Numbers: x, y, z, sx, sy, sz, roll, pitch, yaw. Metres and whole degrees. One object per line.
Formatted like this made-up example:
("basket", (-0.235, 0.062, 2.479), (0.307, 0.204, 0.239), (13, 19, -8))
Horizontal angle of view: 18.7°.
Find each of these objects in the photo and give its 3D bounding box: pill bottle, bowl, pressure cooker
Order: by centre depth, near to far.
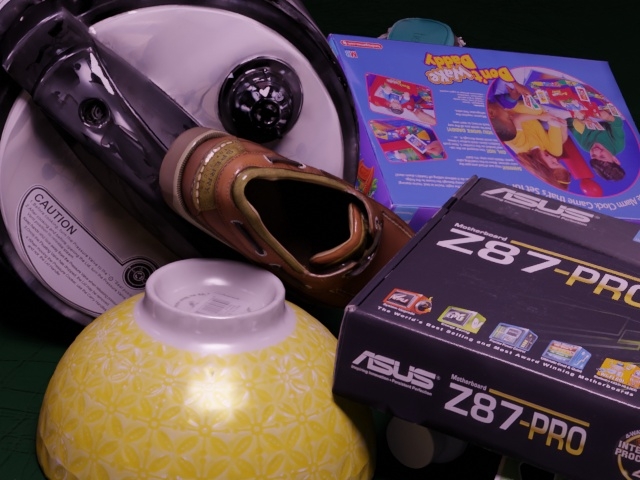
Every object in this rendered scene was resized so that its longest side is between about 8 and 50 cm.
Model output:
("bowl", (-0.090, 0.107, 1.620), (0.289, 0.156, 0.289), (4, 23, -2))
("pill bottle", (0.111, 0.151, 1.666), (0.067, 0.067, 0.120), (21, 28, 32))
("pressure cooker", (-0.158, -0.113, 1.837), (0.370, 0.375, 0.420), (1, 23, -14))

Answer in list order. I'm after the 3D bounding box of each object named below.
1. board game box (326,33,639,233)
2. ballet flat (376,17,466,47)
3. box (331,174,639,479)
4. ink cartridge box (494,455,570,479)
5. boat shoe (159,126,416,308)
("board game box", (0.178, -0.092, 2.027), (0.347, 0.078, 0.233), (3, 50, -27))
("ballet flat", (0.084, -0.130, 2.222), (0.147, 0.147, 0.409), (11, 27, 14))
("box", (0.249, 0.091, 1.618), (0.395, 0.097, 0.318), (19, 27, 18))
("ink cartridge box", (0.257, 0.220, 1.551), (0.235, 0.056, 0.171), (8, 24, 11))
("boat shoe", (0.000, 0.000, 1.663), (0.307, 0.111, 0.104), (22, -1, -43))
